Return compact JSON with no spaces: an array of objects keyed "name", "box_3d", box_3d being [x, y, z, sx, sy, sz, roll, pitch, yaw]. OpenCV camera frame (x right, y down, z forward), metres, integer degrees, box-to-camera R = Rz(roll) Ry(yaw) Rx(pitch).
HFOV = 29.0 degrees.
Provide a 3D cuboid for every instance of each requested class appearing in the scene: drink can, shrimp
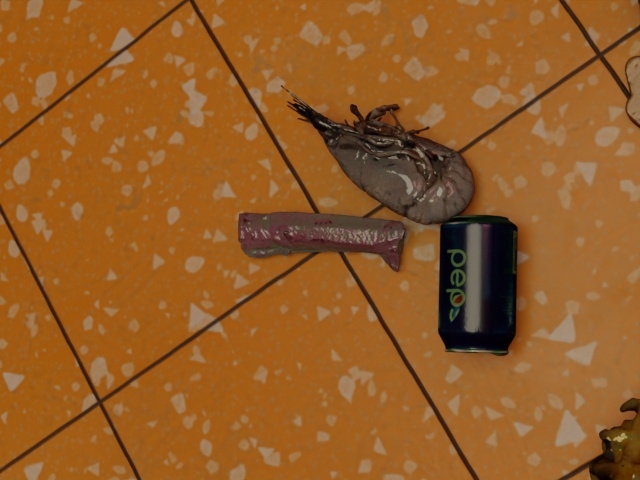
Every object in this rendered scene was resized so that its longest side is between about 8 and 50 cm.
[{"name":"drink can","box_3d":[0.232,0.067,1.828,0.118,0.118,0.205,0,83,21]},{"name":"shrimp","box_3d":[0.086,-0.146,1.908,0.343,0.116,0.145,33,96,14]}]

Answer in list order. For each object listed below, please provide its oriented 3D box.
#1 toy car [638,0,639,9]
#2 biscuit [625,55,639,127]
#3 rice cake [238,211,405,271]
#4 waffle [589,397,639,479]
[{"name":"toy car","box_3d":[0.525,-0.403,1.724,0.188,0.190,0.255,-1,82,22]},{"name":"biscuit","box_3d":[0.497,-0.229,1.805,0.118,0.023,0.140,39,100,20]},{"name":"rice cake","box_3d":[-0.001,-0.003,1.961,0.290,0.051,0.081,5,86,22]},{"name":"waffle","box_3d":[0.545,0.275,1.582,0.382,0.379,0.095,-33,115,1]}]
